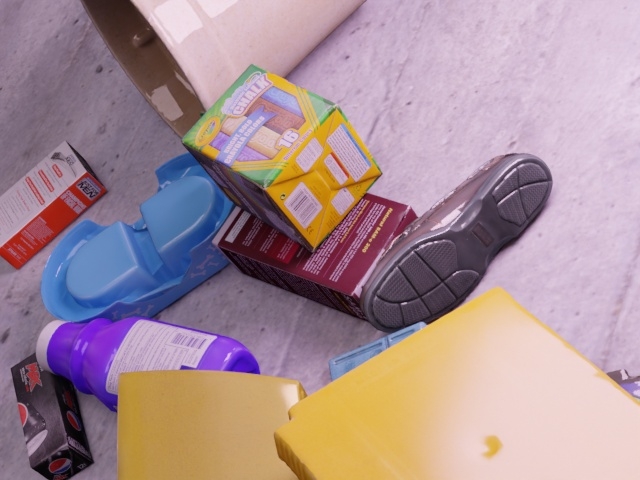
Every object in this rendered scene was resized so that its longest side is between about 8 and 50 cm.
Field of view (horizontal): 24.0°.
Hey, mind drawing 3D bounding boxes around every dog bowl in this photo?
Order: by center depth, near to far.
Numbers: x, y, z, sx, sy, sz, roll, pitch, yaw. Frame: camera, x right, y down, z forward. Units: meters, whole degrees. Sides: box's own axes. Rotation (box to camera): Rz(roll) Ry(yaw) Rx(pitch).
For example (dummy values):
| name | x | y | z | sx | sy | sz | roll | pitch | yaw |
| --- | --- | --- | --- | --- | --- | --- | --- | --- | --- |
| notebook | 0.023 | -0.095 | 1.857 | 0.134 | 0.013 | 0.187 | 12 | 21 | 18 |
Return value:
| name | x | y | z | sx | sy | sz | roll | pitch | yaw |
| --- | --- | --- | --- | --- | --- | --- | --- | --- | --- |
| dog bowl | -0.216 | 0.011 | 1.917 | 0.297 | 0.074 | 0.166 | -34 | 45 | 6 |

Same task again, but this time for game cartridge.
| name | x | y | z | sx | sy | sz | roll | pitch | yaw |
| --- | --- | --- | --- | --- | --- | --- | --- | --- | --- |
| game cartridge | 0.151 | 0.202 | 1.361 | 0.285 | 0.052 | 0.324 | -28 | 43 | -19 |

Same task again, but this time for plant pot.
| name | x | y | z | sx | sy | sz | roll | pitch | yaw |
| --- | --- | --- | --- | --- | --- | --- | --- | --- | --- |
| plant pot | -0.086 | 0.257 | 1.566 | 0.187 | 0.212 | 0.212 | -13 | 50 | 9 |
| plant pot | -0.114 | -0.326 | 1.963 | 0.305 | 0.334 | 0.334 | -38 | 44 | -13 |

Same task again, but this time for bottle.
| name | x | y | z | sx | sy | sz | roll | pitch | yaw |
| --- | --- | --- | --- | --- | --- | --- | --- | --- | --- |
| bottle | -0.211 | 0.151 | 1.777 | 0.283 | 0.092 | 0.118 | 9 | 63 | 32 |

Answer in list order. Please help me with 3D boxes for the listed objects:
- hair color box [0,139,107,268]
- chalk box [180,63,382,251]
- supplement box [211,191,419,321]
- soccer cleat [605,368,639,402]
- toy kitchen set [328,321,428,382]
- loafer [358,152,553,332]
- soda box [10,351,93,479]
| name | x | y | z | sx | sy | sz | roll | pitch | yaw |
| --- | --- | --- | --- | --- | --- | --- | --- | --- | --- |
| hair color box | -0.388 | -0.050 | 2.090 | 0.167 | 0.053 | 0.093 | -42 | 44 | 1 |
| chalk box | -0.059 | -0.106 | 1.759 | 0.132 | 0.132 | 0.213 | -48 | 46 | -10 |
| supplement box | 0.000 | 0.000 | 1.783 | 0.239 | 0.073 | 0.130 | 20 | 69 | 42 |
| soccer cleat | 0.232 | 0.209 | 1.459 | 0.289 | 0.093 | 0.121 | -19 | 51 | 20 |
| toy kitchen set | 0.057 | 0.164 | 1.555 | 0.122 | 0.166 | 0.207 | -23 | 48 | 15 |
| loafer | 0.145 | 0.001 | 1.691 | 0.267 | 0.096 | 0.084 | -41 | 25 | -9 |
| soda box | -0.333 | 0.215 | 1.852 | 0.060 | 0.053 | 0.169 | -32 | 45 | 8 |
